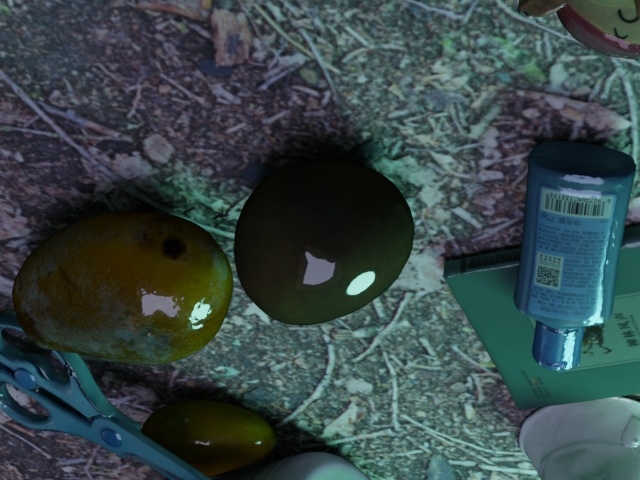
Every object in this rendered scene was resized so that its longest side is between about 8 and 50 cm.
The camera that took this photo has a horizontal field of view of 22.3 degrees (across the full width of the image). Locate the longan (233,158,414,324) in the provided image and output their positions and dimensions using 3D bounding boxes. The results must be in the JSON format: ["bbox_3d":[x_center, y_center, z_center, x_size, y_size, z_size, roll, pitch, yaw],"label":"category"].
[{"bbox_3d":[0.000,0.000,1.615,0.189,0.189,0.189,5,140,5],"label":"longan"}]

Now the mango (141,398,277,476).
[{"bbox_3d":[-0.141,0.240,1.981,0.163,0.089,0.111,-16,143,17],"label":"mango"}]

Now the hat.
[{"bbox_3d":[0.328,0.284,1.912,0.203,0.126,0.203,8,142,6],"label":"hat"}]

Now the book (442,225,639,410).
[{"bbox_3d":[0.348,0.079,1.740,0.379,0.031,0.264,-10,136,21],"label":"book"}]

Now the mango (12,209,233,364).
[{"bbox_3d":[-0.222,0.057,1.748,0.193,0.146,0.316,39,146,-29],"label":"mango"}]

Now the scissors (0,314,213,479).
[{"bbox_3d":[-0.246,0.218,1.925,0.393,0.032,0.180,31,138,8],"label":"scissors"}]

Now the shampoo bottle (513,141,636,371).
[{"bbox_3d":[0.249,0.022,1.633,0.103,0.061,0.258,8,128,8],"label":"shampoo bottle"}]

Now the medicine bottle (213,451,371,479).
[{"bbox_3d":[-0.086,0.419,2.049,0.324,0.256,0.256,-20,132,35],"label":"medicine bottle"}]

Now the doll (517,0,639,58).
[{"bbox_3d":[0.267,-0.246,1.286,0.196,0.152,0.256,18,145,10],"label":"doll"}]
